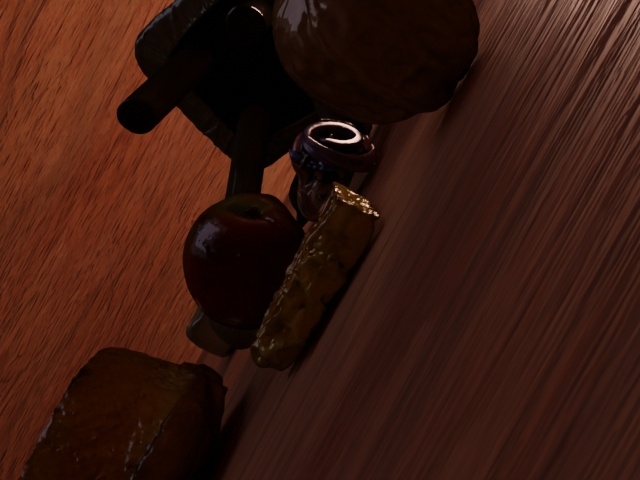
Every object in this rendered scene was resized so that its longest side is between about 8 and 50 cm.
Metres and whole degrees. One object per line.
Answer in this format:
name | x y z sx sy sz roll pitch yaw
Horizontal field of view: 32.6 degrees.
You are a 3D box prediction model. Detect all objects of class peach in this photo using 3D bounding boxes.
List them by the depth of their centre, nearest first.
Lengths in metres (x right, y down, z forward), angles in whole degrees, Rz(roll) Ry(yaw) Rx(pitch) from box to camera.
peach | -0.104 0.039 1.563 0.197 0.197 0.197 -61 5 9

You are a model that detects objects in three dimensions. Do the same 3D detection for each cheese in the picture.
cheese | -0.172 0.090 2.303 0.318 0.115 0.326 -55 10 54

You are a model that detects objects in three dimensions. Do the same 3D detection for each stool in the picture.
stool | -0.108 -0.230 1.634 0.310 0.310 0.226 -35 23 25

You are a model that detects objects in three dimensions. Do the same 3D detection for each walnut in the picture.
walnut | 0.059 -0.214 1.116 0.213 0.213 0.213 -61 5 9

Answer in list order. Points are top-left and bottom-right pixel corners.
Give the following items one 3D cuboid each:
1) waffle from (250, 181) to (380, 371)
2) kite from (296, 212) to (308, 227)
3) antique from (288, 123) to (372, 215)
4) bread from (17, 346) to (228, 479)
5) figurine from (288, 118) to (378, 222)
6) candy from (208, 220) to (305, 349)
waffle | -0.012 0.045 1.240 0.219 0.057 0.229 -61 4 6
kite | -0.005 -0.115 1.939 0.234 0.016 0.321 -40 -26 -63
antique | 0.010 -0.121 1.774 0.080 0.081 0.221 -58 6 43
bread | -0.274 0.326 1.479 0.398 0.215 0.398 -156 90 -89
figurine | 0.010 -0.098 1.513 0.126 0.114 0.157 -14 -32 -27
candy | -0.100 0.066 1.770 0.234 0.102 0.104 -56 7 32
